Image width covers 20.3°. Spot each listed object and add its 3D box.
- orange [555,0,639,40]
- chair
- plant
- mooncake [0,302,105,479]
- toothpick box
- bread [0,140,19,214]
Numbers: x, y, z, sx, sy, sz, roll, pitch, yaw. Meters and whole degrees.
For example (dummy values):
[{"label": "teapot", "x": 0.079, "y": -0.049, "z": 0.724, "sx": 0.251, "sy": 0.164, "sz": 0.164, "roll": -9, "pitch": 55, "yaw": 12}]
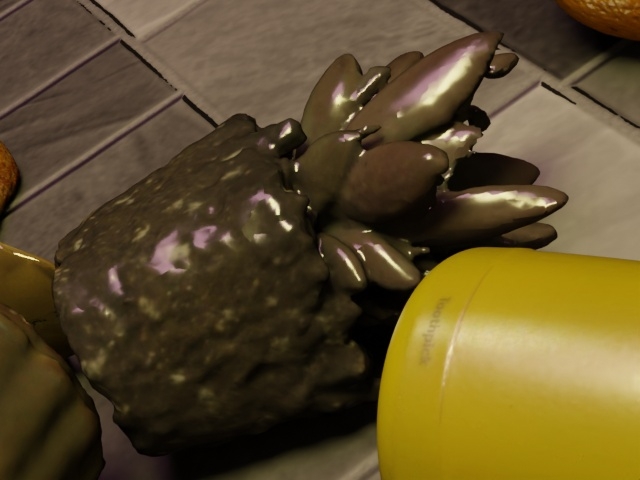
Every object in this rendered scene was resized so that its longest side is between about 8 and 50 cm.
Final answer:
[{"label": "orange", "x": 0.244, "y": -0.237, "z": 1.254, "sx": 0.224, "sy": 0.170, "sz": 0.224, "roll": -1, "pitch": 42, "yaw": 1}, {"label": "chair", "x": -0.286, "y": 0.047, "z": 1.260, "sx": 0.246, "sy": 0.159, "sz": 0.172, "roll": -27, "pitch": 39, "yaw": 4}, {"label": "plant", "x": 0.000, "y": 0.000, "z": 1.115, "sx": 0.320, "sy": 0.182, "sz": 0.194, "roll": -24, "pitch": 31, "yaw": 3}, {"label": "mooncake", "x": -0.246, "y": 0.116, "z": 1.096, "sx": 0.228, "sy": 0.228, "sz": 0.124, "roll": 1, "pitch": 38, "yaw": 34}, {"label": "toothpick box", "x": 0.181, "y": 0.096, "z": 0.887, "sx": 0.271, "sy": 0.175, "sz": 0.175, "roll": 4, "pitch": 46, "yaw": 32}, {"label": "bread", "x": -0.338, "y": -0.030, "z": 1.469, "sx": 0.193, "sy": 0.064, "sz": 0.193, "roll": -15, "pitch": 38, "yaw": 12}]
